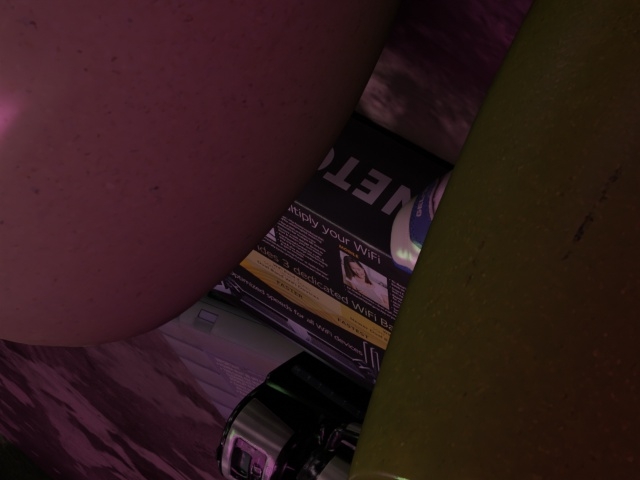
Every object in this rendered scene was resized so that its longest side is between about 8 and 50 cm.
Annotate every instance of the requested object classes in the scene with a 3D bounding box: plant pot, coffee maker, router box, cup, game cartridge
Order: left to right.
[{"bbox_3d":[-0.089,-0.145,0.696,0.331,0.331,0.237,46,131,-14],"label":"cup"},{"bbox_3d":[0.000,0.000,1.062,0.309,0.081,0.243,31,157,21],"label":"router box"},{"bbox_3d":[0.004,0.158,1.387,0.355,0.068,0.230,18,145,42],"label":"game cartridge"},{"bbox_3d":[0.033,0.177,1.151,0.178,0.120,0.171,33,-163,27],"label":"coffee maker"},{"bbox_3d":[0.148,0.026,0.599,0.275,0.293,0.275,34,157,17],"label":"plant pot"}]

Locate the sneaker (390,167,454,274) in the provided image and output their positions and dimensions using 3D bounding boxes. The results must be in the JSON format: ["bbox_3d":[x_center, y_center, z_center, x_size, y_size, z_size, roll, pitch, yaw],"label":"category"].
[{"bbox_3d":[0.154,0.071,0.868,0.131,0.112,0.296,-22,110,30],"label":"sneaker"}]
